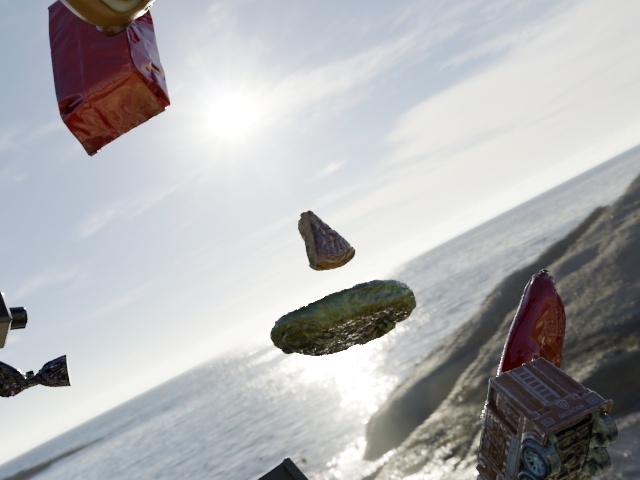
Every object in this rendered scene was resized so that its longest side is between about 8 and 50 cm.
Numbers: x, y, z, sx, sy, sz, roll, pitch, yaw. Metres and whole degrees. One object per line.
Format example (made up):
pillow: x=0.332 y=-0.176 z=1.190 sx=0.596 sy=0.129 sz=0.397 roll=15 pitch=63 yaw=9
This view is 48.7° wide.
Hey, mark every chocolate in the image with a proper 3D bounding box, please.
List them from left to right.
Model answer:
chocolate: x=-0.534 y=0.249 z=1.296 sx=0.147 sy=0.072 sz=0.070 roll=-3 pitch=-13 yaw=-12

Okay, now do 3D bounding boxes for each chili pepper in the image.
chili pepper: x=0.361 y=0.239 z=1.247 sx=0.110 sy=0.388 sz=0.110 roll=17 pitch=-6 yaw=2

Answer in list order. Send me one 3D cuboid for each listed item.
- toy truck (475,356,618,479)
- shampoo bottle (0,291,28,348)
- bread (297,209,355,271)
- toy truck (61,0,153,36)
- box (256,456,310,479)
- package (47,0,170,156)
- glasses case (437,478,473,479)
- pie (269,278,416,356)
toy truck: x=0.311 y=0.332 z=1.043 sx=0.136 sy=0.306 sz=0.162 roll=-16 pitch=35 yaw=-24
shampoo bottle: x=-0.621 y=0.139 z=1.181 sx=0.246 sy=0.080 sz=0.079 roll=-2 pitch=-48 yaw=-40
bread: x=0.019 y=0.015 z=1.511 sx=0.135 sy=0.154 sz=0.054 roll=16 pitch=-44 yaw=-35
toy truck: x=-0.312 y=-0.488 z=1.139 sx=0.211 sy=0.204 sz=0.288 roll=-1 pitch=54 yaw=40
box: x=-0.051 y=0.599 z=1.467 sx=0.148 sy=0.156 sz=0.231 roll=-30 pitch=34 yaw=-21
package: x=-0.413 y=-0.372 z=1.360 sx=0.195 sy=0.424 sz=0.123 roll=-25 pitch=-32 yaw=16
glasses case: x=0.374 y=0.589 z=1.558 sx=0.314 sy=0.075 sz=0.122 roll=14 pitch=13 yaw=-21
pie: x=0.043 y=0.151 z=1.301 sx=0.276 sy=0.079 sz=0.277 roll=-20 pitch=-19 yaw=-7
